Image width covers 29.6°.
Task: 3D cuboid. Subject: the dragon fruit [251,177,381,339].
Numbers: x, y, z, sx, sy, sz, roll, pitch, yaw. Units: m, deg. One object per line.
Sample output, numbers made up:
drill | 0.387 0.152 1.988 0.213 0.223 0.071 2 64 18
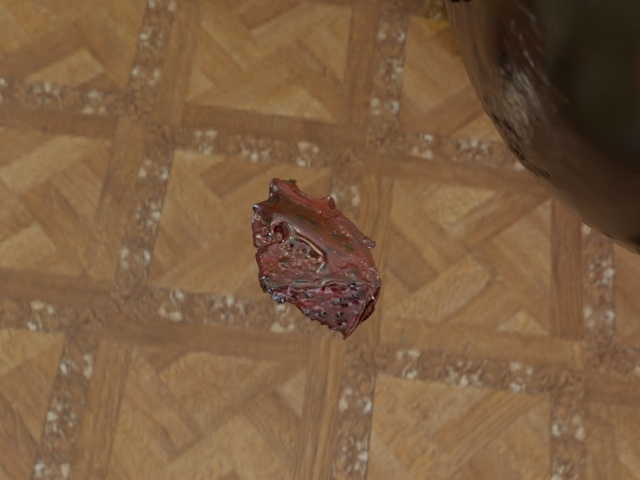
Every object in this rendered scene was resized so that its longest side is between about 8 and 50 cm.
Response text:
dragon fruit | 0.002 -0.001 0.949 0.097 0.063 0.131 26 39 -35

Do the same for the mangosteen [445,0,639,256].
mangosteen | 0.219 -0.131 0.494 0.347 0.307 0.306 1 56 -11
